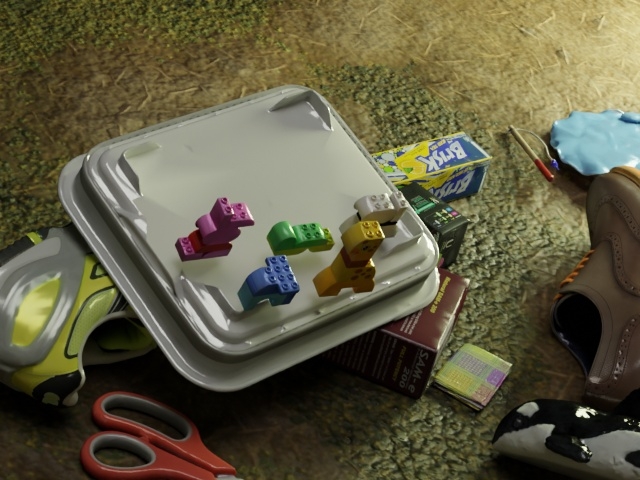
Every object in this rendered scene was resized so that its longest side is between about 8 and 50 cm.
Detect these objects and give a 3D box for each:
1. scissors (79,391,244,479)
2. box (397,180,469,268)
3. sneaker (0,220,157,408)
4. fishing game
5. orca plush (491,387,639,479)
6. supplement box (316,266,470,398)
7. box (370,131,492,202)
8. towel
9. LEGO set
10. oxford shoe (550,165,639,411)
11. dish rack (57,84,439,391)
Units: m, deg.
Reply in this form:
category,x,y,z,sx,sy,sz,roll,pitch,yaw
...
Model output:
category,x,y,z,sx,sy,sz,roll,pitch,yaw
scissors,-0.077,0.213,1.447,0.297,0.021,0.109,19,35,7
box,0.111,-0.013,1.769,0.083,0.062,0.052,37,41,26
sneaker,-0.189,0.036,1.567,0.147,0.145,0.385,44,48,8
fishing game,0.372,-0.111,2.007,0.264,0.041,0.189,-5,33,-16
orca plush,0.292,0.174,1.470,0.151,0.102,0.287,27,-14,-34
supplement box,0.018,0.056,1.638,0.239,0.073,0.130,22,38,9
box,0.114,-0.074,1.854,0.169,0.054,0.059,-16,47,-34
towel,0.154,0.137,1.635,0.060,0.009,0.083,27,38,16
LEGO set,0.000,0.000,1.437,0.227,0.093,0.087,-7,58,-31
oxford shoe,0.312,0.040,1.723,0.133,0.130,0.363,4,38,-5
dish rack,-0.053,-0.024,1.543,0.333,0.072,0.285,-22,68,-37
